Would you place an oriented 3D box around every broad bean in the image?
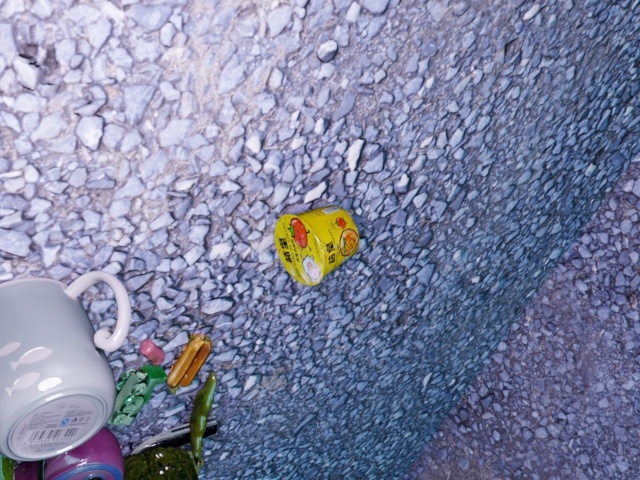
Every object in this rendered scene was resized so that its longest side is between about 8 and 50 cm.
[{"bbox_3d":[-0.338,0.498,1.870,0.043,0.060,0.297,-16,124,-60],"label":"broad bean"}]

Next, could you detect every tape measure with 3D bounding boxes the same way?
[{"bbox_3d":[-0.620,0.565,1.658,0.231,0.149,0.245,-45,137,10],"label":"tape measure"}]

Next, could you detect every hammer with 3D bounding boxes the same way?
[{"bbox_3d":[-0.411,0.274,1.624,0.043,0.043,0.083,-35,145,-8],"label":"hammer"}]

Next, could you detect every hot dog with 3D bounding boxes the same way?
[{"bbox_3d":[-0.340,0.314,1.716,0.072,0.055,0.188,14,118,-45],"label":"hot dog"}]

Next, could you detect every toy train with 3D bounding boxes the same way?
[{"bbox_3d":[-0.469,0.389,1.669,0.178,0.071,0.104,-55,152,17],"label":"toy train"},{"bbox_3d":[-0.422,0.564,1.913,0.252,0.048,0.055,-10,130,-27],"label":"toy train"}]

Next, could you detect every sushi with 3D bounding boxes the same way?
[{"bbox_3d":[-0.497,0.744,1.842,0.352,0.178,0.294,-21,128,-7],"label":"sushi"}]

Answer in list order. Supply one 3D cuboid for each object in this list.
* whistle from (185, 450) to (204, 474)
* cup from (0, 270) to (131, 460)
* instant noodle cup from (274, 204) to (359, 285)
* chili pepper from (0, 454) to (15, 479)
[{"bbox_3d":[-0.448,0.713,2.009,0.227,0.085,0.105,-37,144,-7],"label":"whistle"},{"bbox_3d":[-0.506,0.223,1.286,0.357,0.274,0.259,-40,145,0],"label":"cup"},{"bbox_3d":[0.000,0.000,1.607,0.144,0.182,0.182,-25,142,-35],"label":"instant noodle cup"},{"bbox_3d":[-0.722,0.585,1.528,0.085,0.076,0.359,-16,111,-66],"label":"chili pepper"}]
